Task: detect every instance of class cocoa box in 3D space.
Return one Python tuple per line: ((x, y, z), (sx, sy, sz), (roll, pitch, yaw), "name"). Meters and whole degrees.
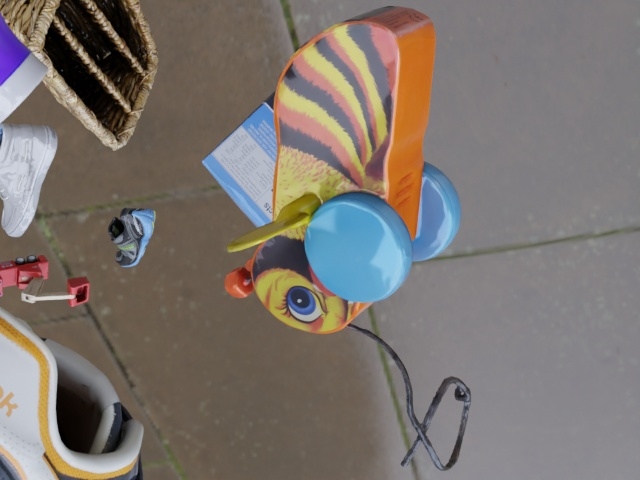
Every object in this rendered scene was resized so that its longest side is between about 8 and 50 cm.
((0.010, -0.077, 1.707), (0.228, 0.231, 0.347), (-43, 162, 1), "cocoa box")

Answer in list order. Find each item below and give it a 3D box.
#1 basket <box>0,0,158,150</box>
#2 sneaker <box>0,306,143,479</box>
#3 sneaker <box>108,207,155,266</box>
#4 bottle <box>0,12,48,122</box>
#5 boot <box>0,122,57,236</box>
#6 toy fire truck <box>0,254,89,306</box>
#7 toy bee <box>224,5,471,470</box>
((-0.379, -0.335, 1.786), (0.213, 0.223, 0.299), (-43, 144, -8), "basket")
((-0.155, 0.129, 0.587), (0.126, 0.127, 0.321), (35, 163, 10), "sneaker")
((-0.356, -0.012, 2.010), (0.078, 0.067, 0.188), (15, 150, -12), "sneaker")
((-0.333, -0.204, 0.816), (0.092, 0.118, 0.283), (-44, 109, 7), "bottle")
((-0.623, -0.123, 2.163), (0.123, 0.095, 0.258), (6, 120, -37), "boot")
((-0.565, 0.086, 2.134), (0.192, 0.135, 0.047), (-11, 128, -31), "toy fire truck")
((0.000, 0.000, 0.718), (0.162, 0.298, 0.195), (5, -178, 30), "toy bee")
